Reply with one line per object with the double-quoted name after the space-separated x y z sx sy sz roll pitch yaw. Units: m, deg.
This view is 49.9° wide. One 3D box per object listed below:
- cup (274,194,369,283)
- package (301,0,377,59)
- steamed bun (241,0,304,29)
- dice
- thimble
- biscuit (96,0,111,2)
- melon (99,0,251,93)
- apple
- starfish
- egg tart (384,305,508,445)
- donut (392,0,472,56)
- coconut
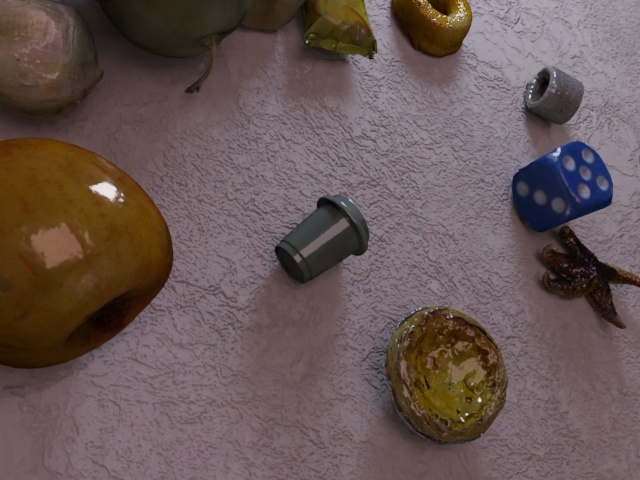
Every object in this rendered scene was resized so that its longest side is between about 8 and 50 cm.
0.000 0.000 1.142 0.141 0.120 0.120 -34 87 -23 "cup"
0.025 -0.453 1.337 0.168 0.090 0.226 -2 69 -28 "package"
-0.104 -0.500 1.268 0.141 0.172 0.155 8 49 -34 "steamed bun"
0.484 -0.105 1.386 0.143 0.146 0.146 -20 80 -32 "dice"
0.510 -0.319 1.509 0.090 0.102 0.115 23 33 -15 "thimble"
-0.306 -0.467 0.970 0.064 0.432 0.282 11 83 -68 "biscuit"
-0.246 -0.440 1.112 0.308 0.272 0.271 38 60 -4 "melon"
-0.355 0.009 0.872 0.299 0.299 0.275 -30 71 -31 "apple"
0.551 0.076 1.400 0.238 0.071 0.215 1 76 -14 "starfish"
0.205 0.225 1.160 0.234 0.094 0.234 7 69 -20 "egg tart"
0.244 -0.490 1.463 0.174 0.075 0.190 -15 77 -29 "donut"
-0.418 -0.269 1.013 0.195 0.194 0.194 9 67 -22 "coconut"
